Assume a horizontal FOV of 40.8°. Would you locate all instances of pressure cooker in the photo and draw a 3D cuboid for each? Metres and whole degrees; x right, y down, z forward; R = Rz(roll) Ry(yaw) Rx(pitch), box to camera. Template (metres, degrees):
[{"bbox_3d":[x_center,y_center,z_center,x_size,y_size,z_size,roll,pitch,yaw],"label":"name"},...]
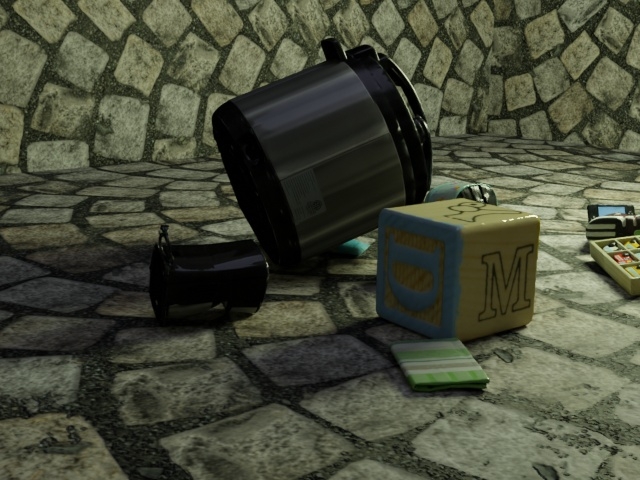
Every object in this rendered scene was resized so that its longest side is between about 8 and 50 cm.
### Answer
[{"bbox_3d":[0.030,-0.175,1.768,0.420,0.370,0.375,-25,62,-10],"label":"pressure cooker"}]

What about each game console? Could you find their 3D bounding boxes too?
[{"bbox_3d":[0.731,-0.048,2.122,0.122,0.107,0.071,1,-15,-5],"label":"game console"}]

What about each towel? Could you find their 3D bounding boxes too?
[{"bbox_3d":[0.167,0.180,1.235,0.113,0.023,0.152,-3,16,-7],"label":"towel"}]

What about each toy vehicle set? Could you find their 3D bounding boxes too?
[{"bbox_3d":[0.664,0.043,1.736,0.166,0.035,0.267,-8,15,2],"label":"toy vehicle set"}]

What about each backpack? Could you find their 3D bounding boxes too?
[{"bbox_3d":[0.275,-0.025,1.725,0.165,0.188,0.144,-10,18,-38],"label":"backpack"}]

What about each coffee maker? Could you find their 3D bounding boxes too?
[{"bbox_3d":[-0.178,0.055,1.407,0.178,0.120,0.171,-6,-29,-24],"label":"coffee maker"}]

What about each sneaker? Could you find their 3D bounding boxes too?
[{"bbox_3d":[0.757,-0.030,1.982,0.281,0.106,0.162,5,11,15],"label":"sneaker"}]

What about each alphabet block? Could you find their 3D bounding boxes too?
[{"bbox_3d":[0.225,0.044,1.429,0.197,0.193,0.192,-9,18,-36],"label":"alphabet block"}]

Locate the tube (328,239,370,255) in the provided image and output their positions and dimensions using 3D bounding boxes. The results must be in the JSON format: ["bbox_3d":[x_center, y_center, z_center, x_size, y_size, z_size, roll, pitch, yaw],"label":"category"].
[{"bbox_3d":[0.000,0.000,1.901,0.207,0.052,0.080,12,25,17],"label":"tube"}]
